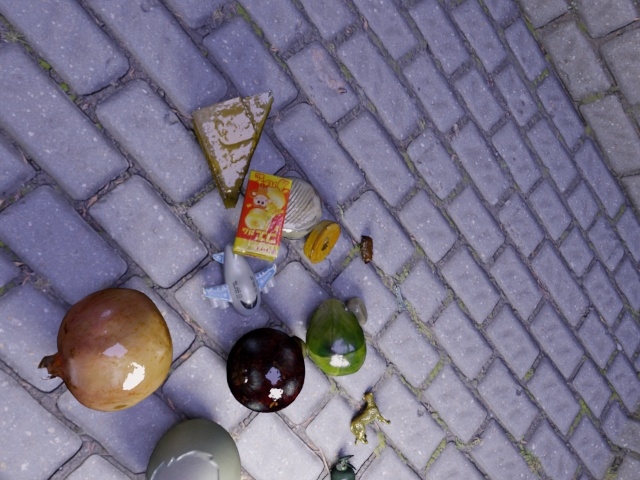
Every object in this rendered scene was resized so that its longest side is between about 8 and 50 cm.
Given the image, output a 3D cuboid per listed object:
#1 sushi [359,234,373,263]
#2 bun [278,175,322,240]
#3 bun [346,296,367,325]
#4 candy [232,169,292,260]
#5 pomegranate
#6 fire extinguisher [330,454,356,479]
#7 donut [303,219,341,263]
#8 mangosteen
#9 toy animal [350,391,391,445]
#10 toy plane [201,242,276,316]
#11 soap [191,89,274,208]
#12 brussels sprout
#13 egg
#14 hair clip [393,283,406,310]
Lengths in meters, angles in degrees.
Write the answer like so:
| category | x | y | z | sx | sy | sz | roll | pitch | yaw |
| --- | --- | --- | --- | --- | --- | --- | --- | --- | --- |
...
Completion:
| category | x | y | z | sx | sy | sz | roll | pitch | yaw |
| --- | --- | --- | --- | --- | --- | --- | --- | --- | --- |
| sushi | 0.187 | 0.037 | 1.647 | 0.055 | 0.052 | 0.120 | 2 | 87 | -23 |
| bun | -0.111 | -0.114 | 1.475 | 0.239 | 0.141 | 0.239 | 3 | 79 | -15 |
| bun | 0.139 | 0.280 | 1.597 | 0.115 | 0.069 | 0.115 | 50 | 30 | -43 |
| candy | -0.191 | -0.080 | 1.329 | 0.146 | 0.088 | 0.276 | 11 | 76 | -12 |
| pomegranate | -0.594 | 0.308 | 1.138 | 0.338 | 0.338 | 0.338 | 1 | 87 | -24 |
| fire extinguisher | 0.095 | 0.960 | 1.531 | 0.095 | 0.115 | 0.311 | -2 | 86 | -53 |
| donut | 0.000 | 0.000 | 1.521 | 0.065 | 0.162 | 0.178 | 33 | 78 | 24 |
| mangosteen | -0.171 | 0.429 | 1.360 | 0.288 | 0.288 | 0.287 | 1 | 87 | -24 |
| toy animal | 0.173 | 0.711 | 1.608 | 0.181 | 0.073 | 0.136 | -39 | 95 | -8 |
| toy plane | -0.277 | 0.136 | 1.402 | 0.267 | 0.123 | 0.266 | 0 | 90 | -24 |
| soap | -0.244 | -0.315 | 1.413 | 0.305 | 0.169 | 0.338 | -22 | 97 | -13 |
| brussels sprout | 0.053 | 0.357 | 1.494 | 0.220 | 0.210 | 0.271 | -7 | 68 | 0 |
| egg | -0.377 | 0.705 | 1.217 | 0.278 | 0.336 | 0.278 | -1 | 92 | -19 |
| hair clip | 0.338 | 0.240 | 1.713 | 0.030 | 0.039 | 0.115 | -18 | 92 | -29 |
